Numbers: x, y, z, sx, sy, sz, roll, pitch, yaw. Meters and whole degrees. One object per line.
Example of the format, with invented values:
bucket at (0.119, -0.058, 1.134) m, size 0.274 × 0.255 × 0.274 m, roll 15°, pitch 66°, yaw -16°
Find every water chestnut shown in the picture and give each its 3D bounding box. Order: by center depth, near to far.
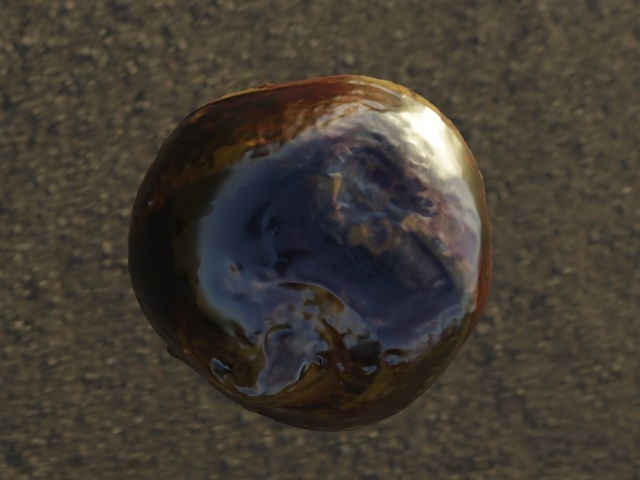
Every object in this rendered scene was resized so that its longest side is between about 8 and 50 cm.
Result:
water chestnut at (0.000, 0.000, 1.209) m, size 0.224 × 0.224 × 0.238 m, roll 44°, pitch 22°, yaw -16°
